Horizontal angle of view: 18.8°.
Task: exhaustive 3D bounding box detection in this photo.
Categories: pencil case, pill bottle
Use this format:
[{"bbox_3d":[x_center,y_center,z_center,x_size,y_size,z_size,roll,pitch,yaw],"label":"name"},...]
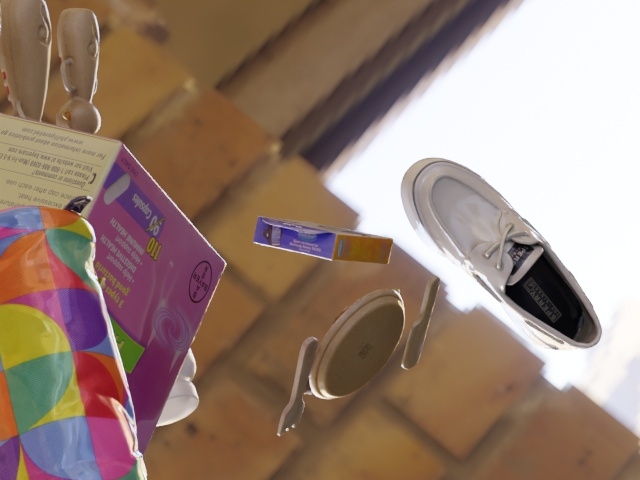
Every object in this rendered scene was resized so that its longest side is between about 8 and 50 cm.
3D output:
[{"bbox_3d":[-0.157,0.090,1.152,0.104,0.236,0.104,-12,-23,-5],"label":"pencil case"},{"bbox_3d":[-0.182,0.114,2.026,0.086,0.152,0.086,-18,-27,-9],"label":"pill bottle"}]

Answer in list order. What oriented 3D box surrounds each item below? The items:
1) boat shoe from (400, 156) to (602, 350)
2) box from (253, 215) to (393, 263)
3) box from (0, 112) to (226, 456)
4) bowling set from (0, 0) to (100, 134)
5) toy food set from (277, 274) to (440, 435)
[{"bbox_3d":[0.188,0.012,1.919,0.095,0.258,0.084,-53,18,-10],"label":"boat shoe"},{"bbox_3d":[0.000,0.000,1.718,0.136,0.081,0.028,1,-80,-63],"label":"box"},{"bbox_3d":[-0.201,0.066,1.456,0.243,0.117,0.213,-66,-28,-18],"label":"box"},{"bbox_3d":[-0.330,-0.145,1.759,0.287,0.200,0.154,7,-100,-69],"label":"bowling set"},{"bbox_3d":[0.028,0.097,1.816,0.192,0.038,0.132,-23,-40,-41],"label":"toy food set"}]
